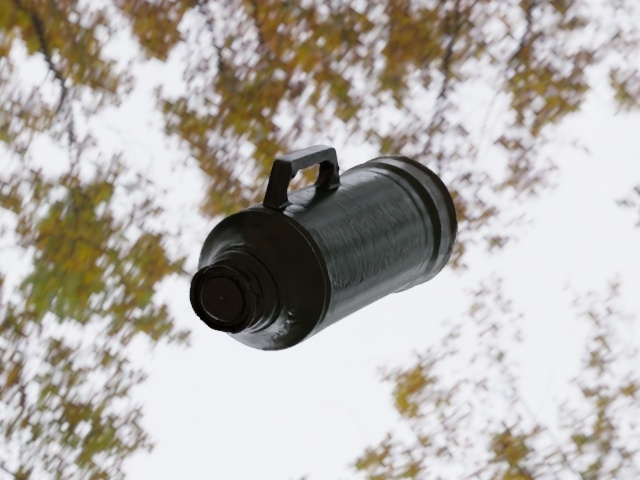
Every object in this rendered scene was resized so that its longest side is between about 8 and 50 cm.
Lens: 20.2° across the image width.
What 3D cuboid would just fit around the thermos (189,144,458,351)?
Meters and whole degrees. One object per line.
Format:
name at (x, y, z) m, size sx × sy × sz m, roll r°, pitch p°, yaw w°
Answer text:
thermos at (0.001, 0.005, 0.888) m, size 0.073 × 0.083 × 0.187 m, roll 42°, pitch -153°, yaw 13°
